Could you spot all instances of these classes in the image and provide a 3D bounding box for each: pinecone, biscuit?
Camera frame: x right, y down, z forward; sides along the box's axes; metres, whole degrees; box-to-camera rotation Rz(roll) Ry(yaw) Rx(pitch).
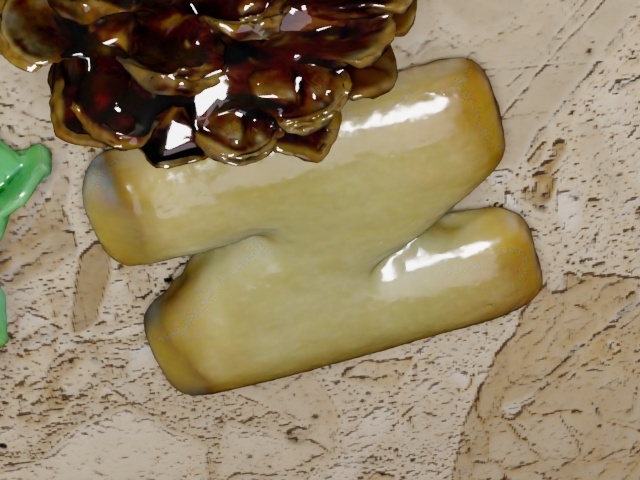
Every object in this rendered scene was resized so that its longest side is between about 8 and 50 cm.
[{"bbox_3d":[-0.068,-0.170,1.024,0.244,0.243,0.257,-10,120,2],"label":"pinecone"},{"bbox_3d":[0.000,0.000,1.302,0.291,0.062,0.237,-15,133,4],"label":"biscuit"}]

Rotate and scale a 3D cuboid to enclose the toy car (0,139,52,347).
[{"bbox_3d":[-0.356,0.039,1.219,0.359,0.176,0.213,-26,137,24],"label":"toy car"}]
